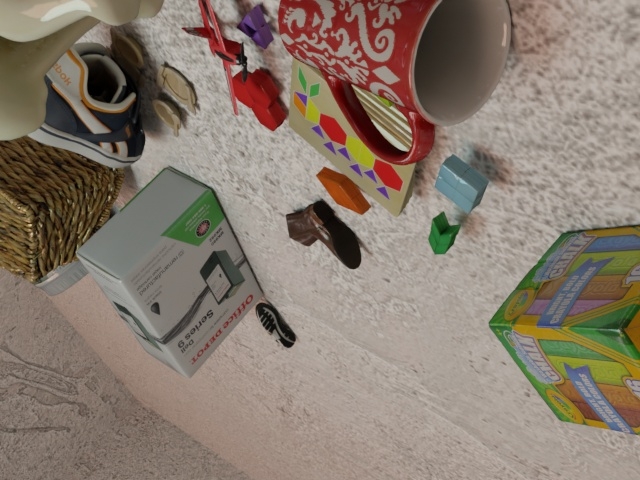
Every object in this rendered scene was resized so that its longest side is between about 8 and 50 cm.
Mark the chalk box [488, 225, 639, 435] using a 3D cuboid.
[{"bbox_3d":[0.252,0.078,0.801,0.132,0.132,0.213,50,157,-15],"label":"chalk box"}]

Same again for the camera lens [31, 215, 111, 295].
[{"bbox_3d":[-0.579,-0.049,1.868,0.274,0.219,0.219,51,157,-18],"label":"camera lens"}]

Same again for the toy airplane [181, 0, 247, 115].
[{"bbox_3d":[-0.111,-0.213,0.983,0.151,0.028,0.151,52,158,31],"label":"toy airplane"}]

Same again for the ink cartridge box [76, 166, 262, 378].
[{"bbox_3d":[-0.237,0.059,1.498,0.121,0.211,0.289,26,153,34],"label":"ink cartridge box"}]

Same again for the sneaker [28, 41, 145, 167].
[{"bbox_3d":[-0.302,-0.187,1.259,0.126,0.127,0.321,51,-170,8],"label":"sneaker"}]

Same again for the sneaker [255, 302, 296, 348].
[{"bbox_3d":[-0.090,0.154,1.644,0.044,0.040,0.109,15,145,53],"label":"sneaker"}]

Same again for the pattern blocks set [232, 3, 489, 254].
[{"bbox_3d":[0.032,-0.118,0.950,0.325,0.026,0.285,45,159,7],"label":"pattern blocks set"}]

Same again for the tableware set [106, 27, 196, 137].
[{"bbox_3d":[-0.235,-0.220,1.243,0.169,0.020,0.141,41,158,4],"label":"tableware set"}]

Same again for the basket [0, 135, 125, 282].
[{"bbox_3d":[-0.525,-0.088,1.637,0.299,0.223,0.213,33,136,22],"label":"basket"}]

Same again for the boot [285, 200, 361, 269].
[{"bbox_3d":[0.000,0.000,1.214,0.106,0.037,0.114,59,153,-3],"label":"boot"}]

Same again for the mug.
[{"bbox_3d":[0.044,-0.154,0.732,0.169,0.150,0.113,29,-176,41],"label":"mug"}]

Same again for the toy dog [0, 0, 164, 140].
[{"bbox_3d":[-0.271,-0.346,0.779,0.395,0.284,0.408,49,153,-3],"label":"toy dog"}]
